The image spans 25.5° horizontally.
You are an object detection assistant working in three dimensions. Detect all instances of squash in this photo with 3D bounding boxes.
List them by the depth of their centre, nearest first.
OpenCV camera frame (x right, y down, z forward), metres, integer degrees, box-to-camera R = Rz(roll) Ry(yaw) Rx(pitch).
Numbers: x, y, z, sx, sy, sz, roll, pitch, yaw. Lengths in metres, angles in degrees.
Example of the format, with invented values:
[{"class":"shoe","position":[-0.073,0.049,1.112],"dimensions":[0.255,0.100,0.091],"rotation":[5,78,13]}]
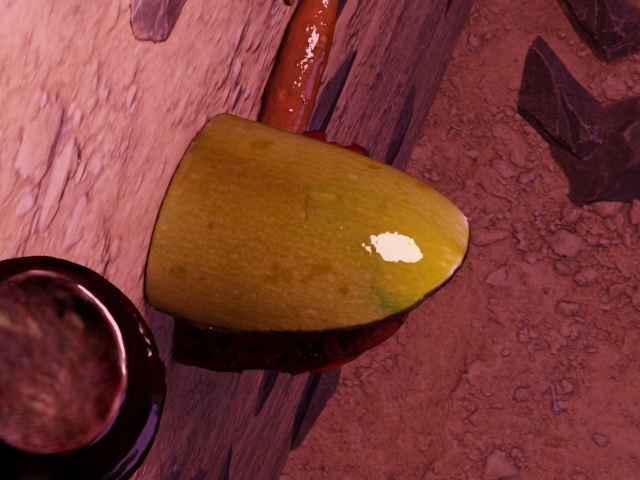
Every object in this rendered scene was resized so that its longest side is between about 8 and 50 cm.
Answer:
[{"class":"squash","position":[0.000,0.000,1.514],"dimensions":[0.210,0.309,0.233],"rotation":[101,12,-50]}]

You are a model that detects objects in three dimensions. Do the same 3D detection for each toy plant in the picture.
[{"class":"toy plant","position":[-0.198,0.113,0.978],"dimensions":[0.235,0.176,0.218],"rotation":[131,-42,-71]}]

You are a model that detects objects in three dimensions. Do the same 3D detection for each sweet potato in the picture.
[{"class":"sweet potato","position":[-0.023,-0.210,1.707],"dimensions":[0.066,0.072,0.314],"rotation":[13,100,-43]}]

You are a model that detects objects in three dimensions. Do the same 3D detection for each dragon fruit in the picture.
[{"class":"dragon fruit","position":[-0.008,0.034,1.796],"dimensions":[0.329,0.286,0.228],"rotation":[-73,174,-52]}]

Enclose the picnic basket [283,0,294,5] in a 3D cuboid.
[{"class":"picnic basket","position":[-0.029,-0.286,1.464],"dimensions":[0.072,0.072,0.083],"rotation":[75,23,-76]}]

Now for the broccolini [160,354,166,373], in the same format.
[{"class":"broccolini","position":[-0.224,0.235,1.534],"dimensions":[0.071,0.058,0.254],"rotation":[39,61,-36]}]
